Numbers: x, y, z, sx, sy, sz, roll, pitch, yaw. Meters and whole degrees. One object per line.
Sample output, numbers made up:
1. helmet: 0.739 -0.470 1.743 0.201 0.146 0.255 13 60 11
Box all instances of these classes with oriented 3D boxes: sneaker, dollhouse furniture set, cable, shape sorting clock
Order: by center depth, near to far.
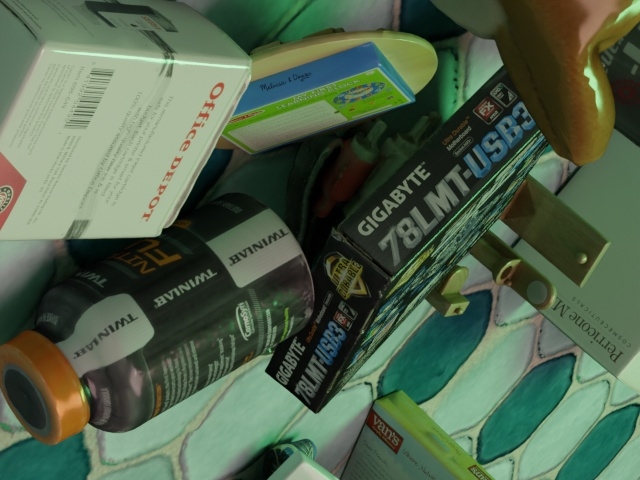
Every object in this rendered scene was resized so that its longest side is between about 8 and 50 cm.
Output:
1. shape sorting clock: -0.011 -0.116 1.499 0.206 0.040 0.206 -14 168 -3
2. cable: 0.000 0.000 1.706 0.139 0.072 0.287 -10 133 -55
3. dollhouse furniture set: 0.171 0.026 1.930 0.151 0.123 0.144 -5 130 -53
4. sneaker: -0.031 0.259 2.025 0.058 0.052 0.135 -27 147 -42

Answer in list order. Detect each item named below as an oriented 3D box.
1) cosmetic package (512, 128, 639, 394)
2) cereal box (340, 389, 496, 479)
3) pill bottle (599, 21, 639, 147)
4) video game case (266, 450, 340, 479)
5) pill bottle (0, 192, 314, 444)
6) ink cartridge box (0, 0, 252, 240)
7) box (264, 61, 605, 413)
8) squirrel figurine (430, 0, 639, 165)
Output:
1. cosmetic package: 0.387 -0.032 2.090 0.365 0.197 0.155 -51 152 3
2. cereal box: 0.093 0.306 2.130 0.047 0.173 0.240 -18 141 -43
3. pill bottle: 0.344 -0.148 1.742 0.176 0.318 0.176 -34 148 -25
4. video game case: -0.031 0.348 2.011 0.227 0.026 0.206 -46 122 8
5. pill bottle: -0.134 0.068 1.543 0.246 0.130 0.130 -30 148 -32
6. ink cartridge box: -0.169 -0.086 1.337 0.218 0.092 0.158 0 126 -53
7. box: 0.092 -0.016 1.688 0.295 0.073 0.293 -45 170 -27
8. squirrel figurine: 0.213 -0.330 1.366 0.370 0.281 0.397 -38 148 -17
